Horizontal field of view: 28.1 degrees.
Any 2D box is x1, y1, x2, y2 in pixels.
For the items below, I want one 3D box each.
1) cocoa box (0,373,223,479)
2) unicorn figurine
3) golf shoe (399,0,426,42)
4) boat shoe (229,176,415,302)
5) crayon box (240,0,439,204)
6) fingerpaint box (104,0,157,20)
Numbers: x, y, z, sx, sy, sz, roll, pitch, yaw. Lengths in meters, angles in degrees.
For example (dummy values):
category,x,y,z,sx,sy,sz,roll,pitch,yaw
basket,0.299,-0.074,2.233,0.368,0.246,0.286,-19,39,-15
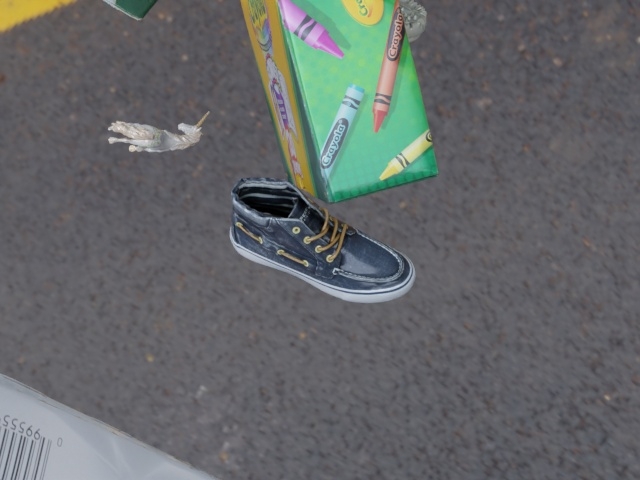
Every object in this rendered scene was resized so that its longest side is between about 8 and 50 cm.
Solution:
category,x,y,z,sx,sy,sz,roll,pitch,yaw
cocoa box,-0.198,0.239,0.767,0.228,0.347,0.231,-13,56,38
unicorn figurine,-0.252,-0.160,1.964,0.111,0.162,0.060,4,104,18
golf shoe,0.023,-0.182,1.184,0.176,0.086,0.069,5,37,31
boat shoe,0.000,0.000,1.179,0.183,0.083,0.065,16,59,10
crayon box,0.006,-0.125,0.957,0.081,0.165,0.278,-15,7,-5
fingerpaint box,-0.126,-0.470,1.110,0.371,0.163,0.445,-44,39,23
